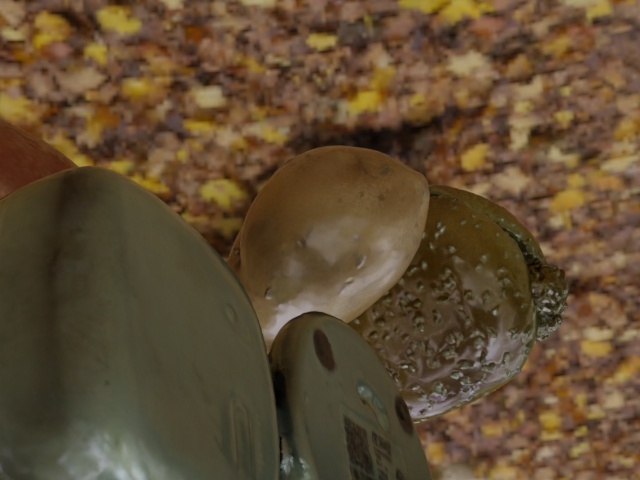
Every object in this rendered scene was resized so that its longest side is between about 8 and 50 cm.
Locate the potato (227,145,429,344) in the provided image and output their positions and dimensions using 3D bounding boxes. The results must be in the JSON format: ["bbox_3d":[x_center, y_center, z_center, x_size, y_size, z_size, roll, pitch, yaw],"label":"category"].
[{"bbox_3d":[-0.001,0.003,0.787,0.147,0.112,0.112,-50,147,15],"label":"potato"}]

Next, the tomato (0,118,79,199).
[{"bbox_3d":[-0.239,0.041,0.741,0.265,0.264,0.265,-5,163,-2],"label":"tomato"}]

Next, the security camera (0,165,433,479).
[{"bbox_3d":[-0.036,0.086,0.543,0.080,0.157,0.301,-24,144,22],"label":"security camera"}]

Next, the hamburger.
[{"bbox_3d":[0.094,0.052,1.049,0.215,0.189,0.122,-25,-171,18],"label":"hamburger"}]
